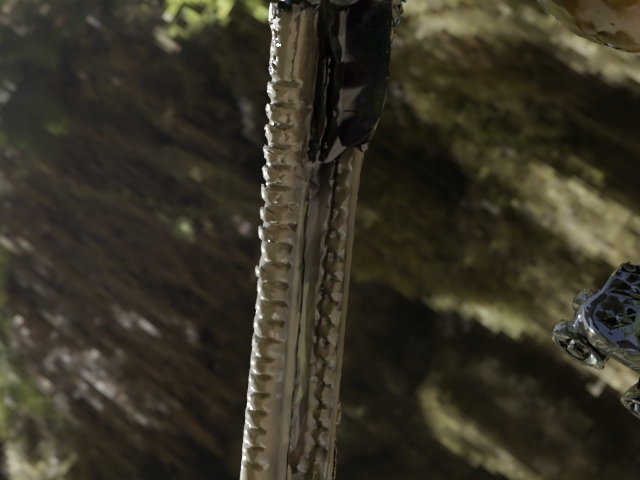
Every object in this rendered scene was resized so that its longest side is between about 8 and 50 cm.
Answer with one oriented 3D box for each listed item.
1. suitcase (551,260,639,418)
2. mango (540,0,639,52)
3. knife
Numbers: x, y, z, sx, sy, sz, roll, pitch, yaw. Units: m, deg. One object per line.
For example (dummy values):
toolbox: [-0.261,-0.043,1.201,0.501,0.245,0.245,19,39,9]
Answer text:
suitcase: [0.331,0.014,0.895,0.194,0.434,0.283,43,-107,-26]
mango: [0.183,-0.229,1.099,0.151,0.156,0.248,-13,-67,-81]
knife: [0.004,0.002,0.907,0.089,0.043,0.365,-15,-58,-37]
